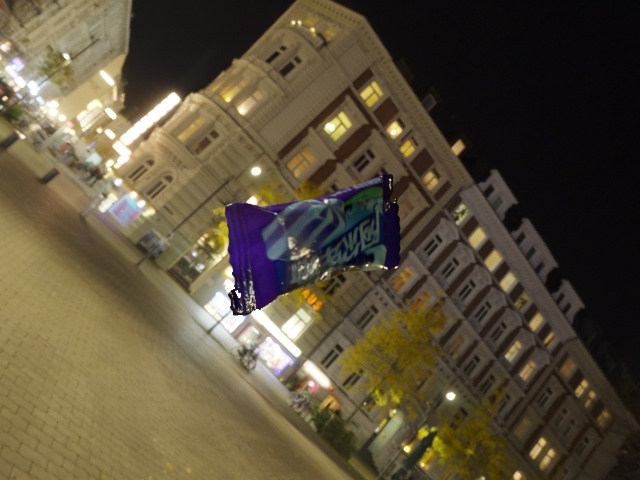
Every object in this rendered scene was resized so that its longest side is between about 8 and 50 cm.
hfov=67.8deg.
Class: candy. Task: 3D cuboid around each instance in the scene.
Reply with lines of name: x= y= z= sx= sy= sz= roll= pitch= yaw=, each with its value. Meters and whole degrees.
candy: x=0.000 y=0.000 z=0.640 sx=0.070 sy=0.275 sz=0.145 roll=24 pitch=-57 yaw=58
